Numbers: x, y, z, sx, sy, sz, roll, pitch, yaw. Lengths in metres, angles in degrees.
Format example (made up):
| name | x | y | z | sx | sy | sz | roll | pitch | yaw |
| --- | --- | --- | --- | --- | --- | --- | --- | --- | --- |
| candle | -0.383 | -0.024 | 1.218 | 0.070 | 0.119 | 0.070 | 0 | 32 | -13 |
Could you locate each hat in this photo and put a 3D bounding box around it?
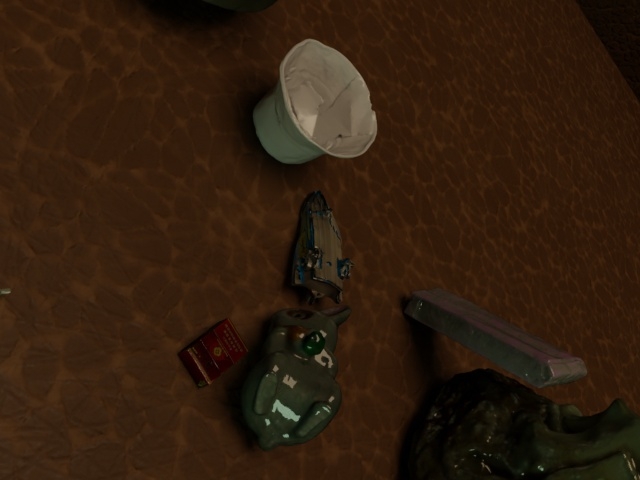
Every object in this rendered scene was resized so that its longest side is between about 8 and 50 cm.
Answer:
| name | x | y | z | sx | sy | sz | roll | pitch | yaw |
| --- | --- | --- | --- | --- | --- | --- | --- | --- | --- |
| hat | -0.023 | -0.189 | 1.112 | 0.203 | 0.126 | 0.203 | 24 | 55 | -39 |

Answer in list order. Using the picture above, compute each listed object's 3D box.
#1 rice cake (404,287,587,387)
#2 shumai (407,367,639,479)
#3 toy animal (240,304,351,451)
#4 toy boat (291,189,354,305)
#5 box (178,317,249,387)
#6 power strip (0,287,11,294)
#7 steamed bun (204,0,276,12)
| name | x | y | z | sx | sy | sz | roll | pitch | yaw |
| --- | --- | --- | --- | --- | --- | --- | --- | --- | --- |
| rice cake | 0.261 | 0.149 | 1.157 | 0.106 | 0.298 | 0.050 | 4 | 106 | -42 |
| shumai | 0.350 | 0.349 | 1.083 | 0.395 | 0.348 | 0.394 | 21 | 56 | -35 |
| toy animal | -0.026 | 0.149 | 0.966 | 0.125 | 0.127 | 0.251 | 59 | 22 | -18 |
| toy boat | 0.000 | 0.000 | 1.098 | 0.084 | 0.066 | 0.210 | 23 | 43 | -26 |
| box | -0.131 | 0.137 | 0.909 | 0.082 | 0.023 | 0.051 | -37 | 98 | -50 |
| power strip | -0.378 | 0.055 | 0.676 | 0.191 | 0.030 | 0.047 | -4 | 75 | -48 |
| steamed bun | -0.121 | -0.495 | 1.067 | 0.368 | 0.255 | 0.342 | -1 | 89 | -18 |
